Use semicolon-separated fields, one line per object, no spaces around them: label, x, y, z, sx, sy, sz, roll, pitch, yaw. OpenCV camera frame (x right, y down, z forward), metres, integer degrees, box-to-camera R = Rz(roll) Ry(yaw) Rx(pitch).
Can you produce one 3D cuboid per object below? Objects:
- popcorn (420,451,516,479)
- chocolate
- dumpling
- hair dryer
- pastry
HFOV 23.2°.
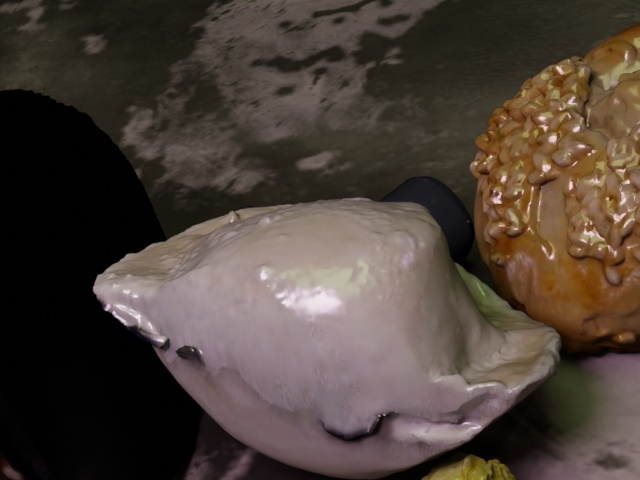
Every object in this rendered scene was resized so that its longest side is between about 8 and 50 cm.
popcorn;0.084;0.159;0.893;0.068;0.059;0.083;-29;13;24
chocolate;-0.221;0.058;1.002;0.186;0.283;0.283;-19;34;19
dumpling;0.014;0.032;0.961;0.175;0.243;0.227;-49;0;34
hair dryer;0.000;0.000;1.150;0.124;0.071;0.219;-38;31;-28
pastry;0.246;-0.060;1.036;0.311;0.162;0.255;-24;34;-12
